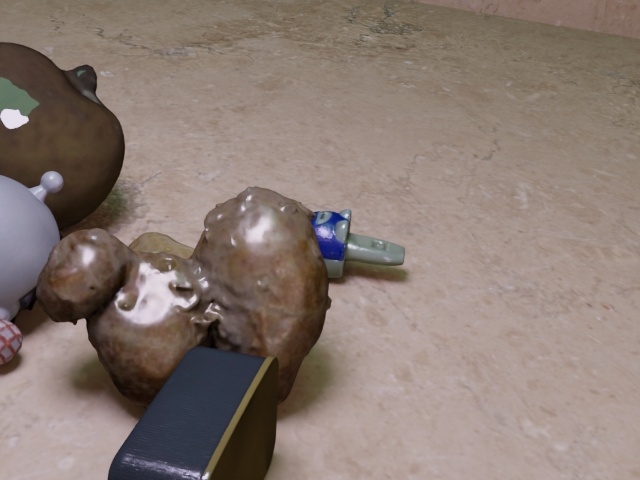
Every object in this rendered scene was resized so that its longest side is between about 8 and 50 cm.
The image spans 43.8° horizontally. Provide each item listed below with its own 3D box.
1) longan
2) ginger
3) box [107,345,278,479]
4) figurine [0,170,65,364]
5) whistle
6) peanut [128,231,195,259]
[{"bbox_3d":[-0.426,-0.143,1.137,0.300,0.243,0.300,8,66,-18],"label":"longan"},{"bbox_3d":[-0.142,0.074,0.866,0.304,0.244,0.155,-10,13,-16],"label":"ginger"},{"bbox_3d":[-0.111,0.201,0.730,0.090,0.144,0.201,9,31,12],"label":"box"},{"bbox_3d":[-0.454,0.037,0.906,0.281,0.167,0.370,43,52,20],"label":"figurine"},{"bbox_3d":[0.000,0.000,1.141,0.245,0.092,0.110,9,26,5],"label":"whistle"},{"bbox_3d":[-0.164,0.058,1.017,0.228,0.085,0.104,30,27,31],"label":"peanut"}]
